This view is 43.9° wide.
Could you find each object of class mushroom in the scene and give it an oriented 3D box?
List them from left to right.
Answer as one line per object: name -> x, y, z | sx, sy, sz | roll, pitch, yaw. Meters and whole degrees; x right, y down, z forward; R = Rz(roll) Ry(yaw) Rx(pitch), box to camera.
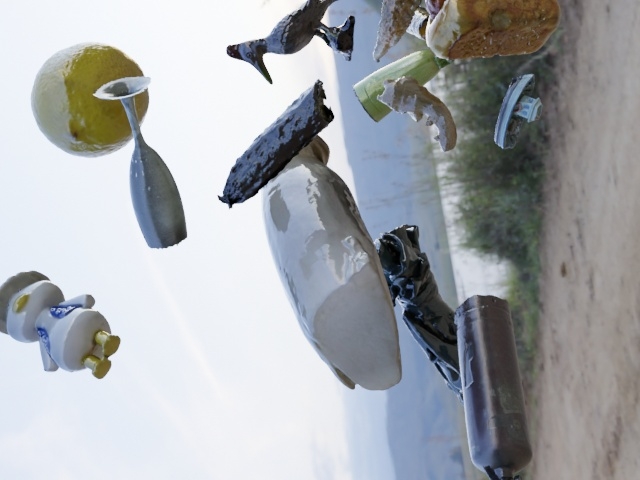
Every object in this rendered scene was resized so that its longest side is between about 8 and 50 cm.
mushroom -> -0.003, -0.003, 1.026 | 0.154, 0.137, 0.407 | 54, -172, -48

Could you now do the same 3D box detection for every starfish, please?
starfish -> 0.155, -0.529, 1.438 | 0.398, 0.384, 0.132 | -63, -27, -9

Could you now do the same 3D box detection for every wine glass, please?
wine glass -> -0.197, -0.081, 0.896 | 0.066, 0.066, 0.198 | -87, -10, -58

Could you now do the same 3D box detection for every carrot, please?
carrot -> 0.208, -0.490, 1.767 | 0.260, 0.070, 0.070 | -114, 10, -64

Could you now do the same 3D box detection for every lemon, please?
lemon -> -0.361, -0.225, 1.259 | 0.203, 0.178, 0.178 | -77, -22, -49

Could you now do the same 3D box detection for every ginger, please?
ginger -> 0.181, -0.233, 1.411 | 0.173, 0.069, 0.051 | 41, -173, 17

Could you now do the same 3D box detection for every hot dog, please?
hot dog -> 0.299, -0.420, 1.434 | 0.150, 0.257, 0.153 | -50, 55, 58

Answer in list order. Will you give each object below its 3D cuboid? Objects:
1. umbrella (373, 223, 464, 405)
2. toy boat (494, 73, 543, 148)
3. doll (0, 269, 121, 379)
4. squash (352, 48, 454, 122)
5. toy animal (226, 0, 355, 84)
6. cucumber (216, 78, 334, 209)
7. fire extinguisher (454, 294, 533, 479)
umbrella -> 0.182, 0.133, 1.163 | 0.349, 0.094, 0.143 | 61, -143, -5
toy boat -> 0.351, -0.223, 1.388 | 0.059, 0.066, 0.140 | -22, -49, -48
doll -> -0.433, 0.133, 1.288 | 0.119, 0.293, 0.138 | 32, -97, -53
squash -> 0.179, -0.328, 1.608 | 0.094, 0.224, 0.094 | 47, -153, -33
toy animal -> -0.031, -0.283, 1.083 | 0.070, 0.202, 0.105 | 75, 175, -83
cucumber -> -0.051, -0.105, 0.903 | 0.053, 0.181, 0.053 | 43, -164, -15
fire extinguisher -> 0.200, 0.185, 0.933 | 0.089, 0.072, 0.267 | 49, -148, -42
